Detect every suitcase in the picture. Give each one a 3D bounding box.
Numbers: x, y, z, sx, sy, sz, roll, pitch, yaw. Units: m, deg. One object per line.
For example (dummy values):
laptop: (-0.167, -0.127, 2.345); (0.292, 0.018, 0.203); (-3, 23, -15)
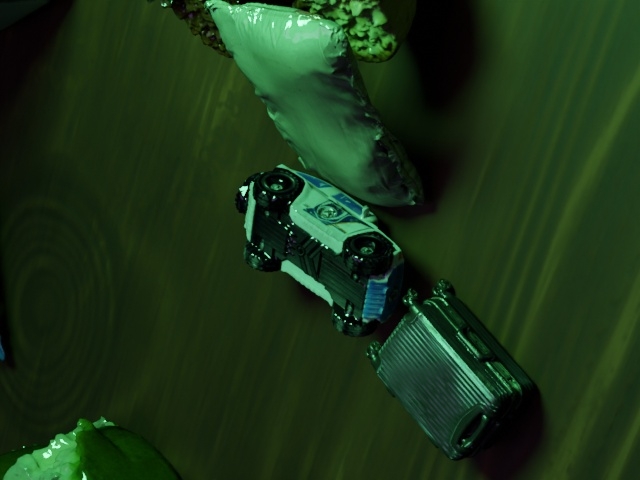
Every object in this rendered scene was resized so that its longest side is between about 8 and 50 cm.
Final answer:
suitcase: (0.101, 0.102, 1.541); (0.126, 0.059, 0.086); (49, 128, 22)

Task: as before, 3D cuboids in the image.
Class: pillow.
pillow: (0.000, -0.102, 1.514); (0.128, 0.229, 0.051); (19, 67, 32)

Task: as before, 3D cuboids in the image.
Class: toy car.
toy car: (0.000, 0.000, 1.599); (0.171, 0.070, 0.080); (36, 135, 31)

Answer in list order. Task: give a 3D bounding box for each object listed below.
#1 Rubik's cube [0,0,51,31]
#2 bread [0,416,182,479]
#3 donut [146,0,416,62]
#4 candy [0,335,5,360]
Rubik's cube: (-0.500, -0.318, 1.814); (0.363, 0.359, 0.362); (-23, 84, 42)
bread: (-0.252, 0.334, 1.866); (0.366, 0.129, 0.382); (33, 119, 35)
donut: (-0.003, -0.201, 1.531); (0.217, 0.141, 0.085); (10, 147, 40)
candy: (-0.440, 0.015, 2.021); (0.331, 0.077, 0.187); (8, 111, 43)
